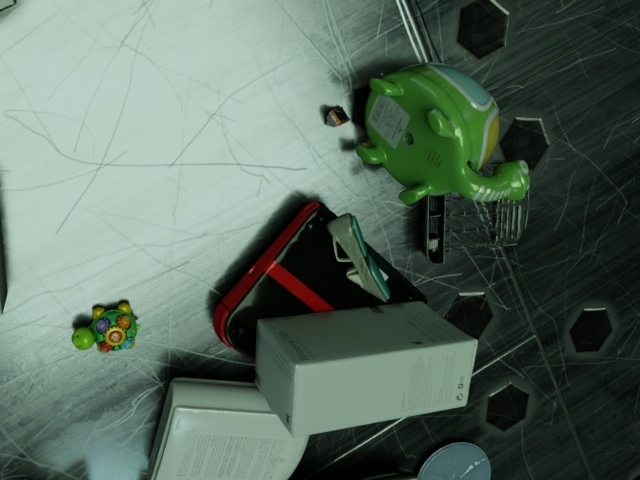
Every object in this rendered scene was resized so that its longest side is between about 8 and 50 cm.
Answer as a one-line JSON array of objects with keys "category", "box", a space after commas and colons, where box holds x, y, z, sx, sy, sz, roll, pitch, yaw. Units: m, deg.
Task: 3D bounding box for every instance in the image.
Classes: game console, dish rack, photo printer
[{"category": "game console", "box": [0.005, 0.152, 1.560, 0.386, 0.060, 0.342, 41, 87, -30]}, {"category": "dish rack", "box": [0.339, -0.067, 1.622, 0.271, 0.074, 0.208, -6, 107, -17]}, {"category": "photo printer", "box": [-0.177, 0.406, 1.532, 0.307, 0.107, 0.256, 8, 119, -20]}]

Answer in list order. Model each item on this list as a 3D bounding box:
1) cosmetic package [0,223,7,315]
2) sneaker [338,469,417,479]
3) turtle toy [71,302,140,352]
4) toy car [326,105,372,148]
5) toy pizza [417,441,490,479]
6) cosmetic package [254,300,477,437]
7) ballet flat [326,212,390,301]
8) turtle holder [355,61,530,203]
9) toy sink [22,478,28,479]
[{"category": "cosmetic package", "box": [-0.607, 0.007, 1.300, 0.107, 0.127, 0.238, -6, 104, -16]}, {"category": "sneaker", "box": [0.020, 0.658, 1.614, 0.447, 0.169, 0.258, -2, 80, -20]}, {"category": "turtle toy", "box": [-0.411, 0.178, 1.441, 0.130, 0.066, 0.095, -9, 107, -16]}, {"category": "toy car", "box": [0.054, -0.214, 1.500, 0.040, 0.060, 0.122, -31, 108, 26]}, {"category": "toy pizza", "box": [0.317, 0.575, 1.807, 0.201, 0.032, 0.201, -4, 104, -17]}, {"category": "cosmetic package", "box": [0.082, 0.241, 1.472, 0.384, 0.217, 0.156, -3, 109, -26]}, {"category": "ballet flat", "box": [0.072, 0.041, 1.492, 0.068, 0.072, 0.213, -20, 117, 12]}, {"category": "turtle holder", "box": [0.245, -0.212, 1.428, 0.227, 0.320, 0.243, -27, 125, -34]}, {"category": "toy sink", "box": [-0.577, 0.568, 1.444, 0.234, 0.153, 0.131, -35, 112, -6]}]
